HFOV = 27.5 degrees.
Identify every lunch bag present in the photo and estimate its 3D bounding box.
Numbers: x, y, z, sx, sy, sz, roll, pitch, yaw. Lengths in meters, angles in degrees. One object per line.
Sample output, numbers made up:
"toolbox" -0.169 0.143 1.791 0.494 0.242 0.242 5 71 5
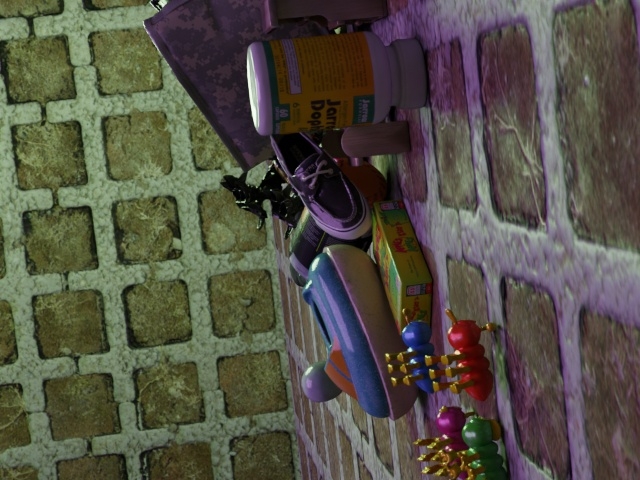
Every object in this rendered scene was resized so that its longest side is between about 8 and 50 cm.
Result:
"lunch bag" -0.098 -0.287 1.962 0.287 0.235 0.169 56 -171 -34

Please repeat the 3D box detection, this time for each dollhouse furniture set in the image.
"dollhouse furniture set" 0.014 -0.221 1.815 0.212 0.161 0.242 -154 57 -81

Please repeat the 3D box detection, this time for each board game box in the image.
"board game box" 0.110 0.035 1.787 0.181 0.043 0.092 -106 11 -51

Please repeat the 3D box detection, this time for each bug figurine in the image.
"bug figurine" 0.152 0.181 1.491 0.279 0.072 0.216 165 92 -78

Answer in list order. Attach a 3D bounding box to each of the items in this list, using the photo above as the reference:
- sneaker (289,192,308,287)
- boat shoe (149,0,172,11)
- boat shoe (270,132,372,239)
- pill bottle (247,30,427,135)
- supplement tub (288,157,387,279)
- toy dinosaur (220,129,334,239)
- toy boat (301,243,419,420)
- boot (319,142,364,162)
"sneaker" 0.000 0.000 2.525 0.106 0.101 0.267 48 151 43
"boat shoe" -0.168 -0.374 2.099 0.187 0.500 0.156 -13 51 44
"boat shoe" -0.008 -0.088 1.856 0.219 0.078 0.070 49 178 33
"pill bottle" 0.020 -0.196 1.609 0.117 0.209 0.117 173 90 -83
"supplement tub" 0.029 -0.028 1.981 0.190 0.117 0.117 114 151 -46
"toy dinosaur" -0.034 -0.123 2.356 0.322 0.218 0.164 55 151 -15
"toy boat" 0.043 0.164 1.938 0.318 0.148 0.267 90 158 -68
"boot" 0.030 -0.060 2.176 0.244 0.089 0.176 127 134 -75
